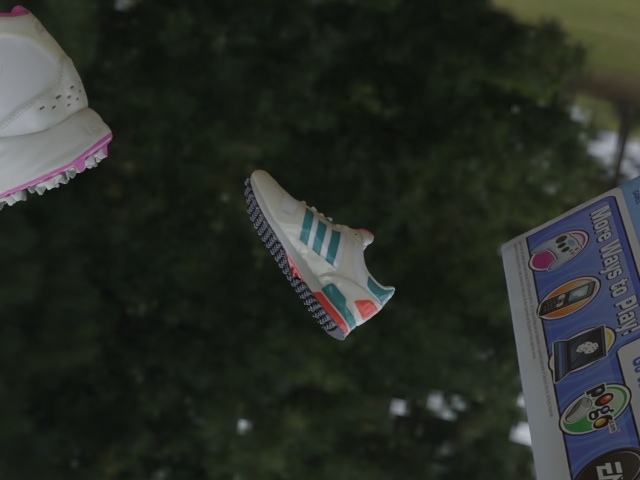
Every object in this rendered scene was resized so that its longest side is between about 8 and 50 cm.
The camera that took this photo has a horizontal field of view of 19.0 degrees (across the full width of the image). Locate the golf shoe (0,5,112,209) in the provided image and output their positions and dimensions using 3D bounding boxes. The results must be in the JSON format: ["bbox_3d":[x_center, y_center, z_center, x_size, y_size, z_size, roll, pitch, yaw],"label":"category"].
[{"bbox_3d":[-0.305,-0.072,1.381,0.306,0.140,0.115,-18,-168,12],"label":"golf shoe"}]

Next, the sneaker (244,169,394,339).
[{"bbox_3d":[0.000,0.000,1.615,0.075,0.161,0.057,-32,175,-13],"label":"sneaker"}]

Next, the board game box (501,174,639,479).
[{"bbox_3d":[0.243,0.031,0.875,0.302,0.086,0.308,-27,-159,13],"label":"board game box"}]
